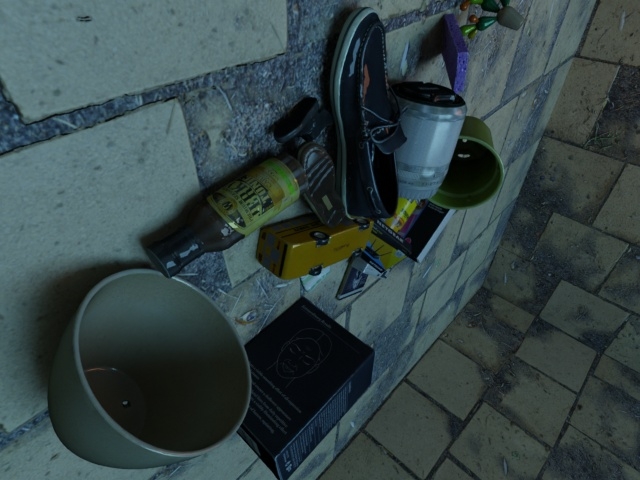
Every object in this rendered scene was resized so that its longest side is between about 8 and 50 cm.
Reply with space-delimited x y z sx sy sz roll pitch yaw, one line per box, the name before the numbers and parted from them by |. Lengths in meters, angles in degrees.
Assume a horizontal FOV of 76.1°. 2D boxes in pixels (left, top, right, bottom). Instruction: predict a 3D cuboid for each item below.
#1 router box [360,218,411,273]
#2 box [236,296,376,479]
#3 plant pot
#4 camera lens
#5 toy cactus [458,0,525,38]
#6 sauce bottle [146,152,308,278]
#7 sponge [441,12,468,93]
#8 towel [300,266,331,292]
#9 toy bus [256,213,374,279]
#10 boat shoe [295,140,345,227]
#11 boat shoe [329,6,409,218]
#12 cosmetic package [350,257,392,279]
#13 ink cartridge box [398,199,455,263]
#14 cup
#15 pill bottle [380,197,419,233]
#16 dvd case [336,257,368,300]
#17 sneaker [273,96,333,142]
router box | 0.173 0.010 1.274 0.133 0.179 0.046 -41 -160 35
box | -0.077 0.415 1.194 0.395 0.293 0.212 -37 144 -30
plant pot | 0.481 -0.288 1.394 0.254 0.276 0.276 -61 159 -44
camera lens | 0.260 -0.279 1.122 0.219 0.219 0.274 -27 138 -41
toy cactus | 0.494 -0.657 1.175 0.219 0.180 0.112 -49 169 -6
sauce bottle | -0.173 -0.052 0.809 0.344 0.111 0.111 -41 146 -29
sponge | 0.366 -0.515 1.123 0.117 0.031 0.210 75 14 -52
towel | -0.017 0.084 1.245 0.113 0.023 0.152 -45 147 -22
toy bus | 0.000 0.000 1.088 0.333 0.130 0.108 -20 132 -46
boat shoe | -0.018 -0.135 0.976 0.095 0.095 0.257 -38 141 -16
boat shoe | 0.126 -0.267 0.966 0.187 0.156 0.500 -39 137 -43
cosmetic package | 0.202 0.078 1.485 0.239 0.060 0.099 20 98 -60
ink cartridge box | 0.387 -0.112 1.499 0.371 0.176 0.069 -54 149 -7
cup | -0.323 0.252 0.719 0.237 0.331 0.331 -39 155 20
pill bottle | 0.226 -0.083 1.352 0.215 0.117 0.117 -54 149 -5
dvd case | 0.142 0.109 1.503 0.164 0.018 0.221 -11 125 -53
sneaker | -0.034 -0.244 0.891 0.170 0.051 0.089 -55 150 -26
